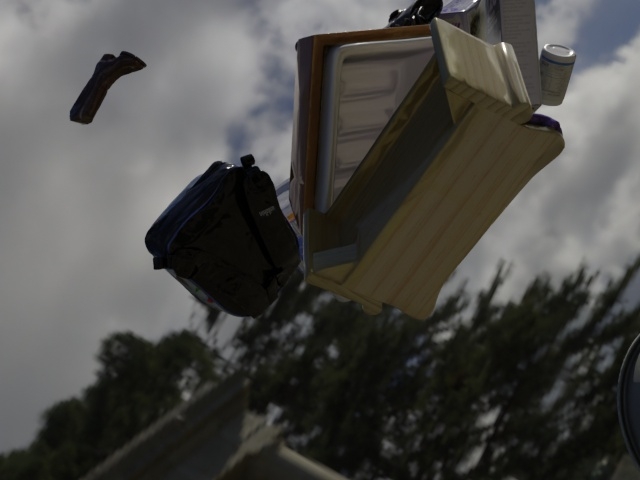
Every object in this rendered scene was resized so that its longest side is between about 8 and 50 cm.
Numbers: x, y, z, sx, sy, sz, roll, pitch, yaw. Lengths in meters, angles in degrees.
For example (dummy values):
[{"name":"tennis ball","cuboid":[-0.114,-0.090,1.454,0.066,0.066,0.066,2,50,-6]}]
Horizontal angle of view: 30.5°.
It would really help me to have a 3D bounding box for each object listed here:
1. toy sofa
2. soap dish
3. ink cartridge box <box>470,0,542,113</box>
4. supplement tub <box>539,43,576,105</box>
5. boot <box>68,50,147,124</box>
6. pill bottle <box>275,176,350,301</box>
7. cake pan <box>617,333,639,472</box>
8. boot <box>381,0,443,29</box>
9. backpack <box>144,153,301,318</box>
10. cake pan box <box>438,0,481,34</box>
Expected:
[{"name":"toy sofa","cuboid":[0.133,-0.079,1.478,0.362,0.177,0.150,-56,22,33]},{"name":"soap dish","cuboid":[0.065,-0.164,1.662,0.229,0.118,0.290,-11,-62,-31]},{"name":"ink cartridge box","cuboid":[0.290,-0.329,1.882,0.303,0.072,0.307,90,176,-83]},{"name":"supplement tub","cuboid":[0.460,-0.328,2.318,0.071,0.071,0.107,-34,-37,-47]},{"name":"boot","cuboid":[-0.297,-0.205,1.618,0.037,0.106,0.114,41,-111,-34]},{"name":"pill bottle","cuboid":[0.000,0.000,2.506,0.272,0.152,0.152,50,-117,-24]},{"name":"cake pan","cuboid":[0.490,0.199,1.349,0.293,0.293,0.054,-50,-8,-27]},{"name":"boot","cuboid":[0.096,-0.331,2.045,0.229,0.091,0.263,-29,20,45]},{"name":"backpack","cuboid":[-0.179,0.010,2.220,0.276,0.213,0.263,-47,-62,-13]},{"name":"cake pan box","cuboid":[0.291,-0.340,2.237,0.267,0.070,0.245,-48,-48,-59]}]
